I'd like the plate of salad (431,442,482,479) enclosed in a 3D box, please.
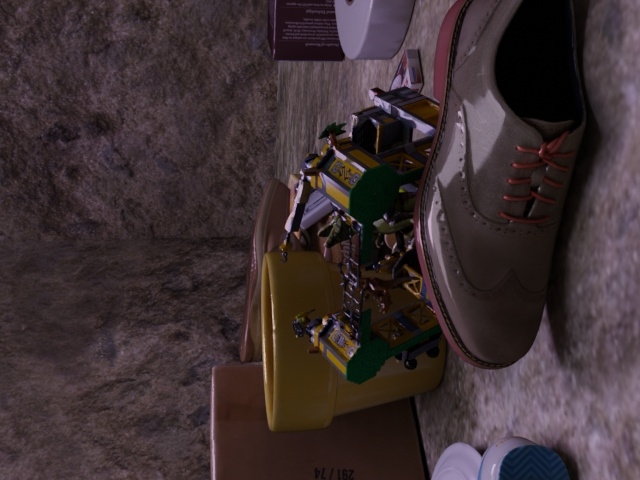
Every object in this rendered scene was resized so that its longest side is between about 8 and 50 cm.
[{"bbox_3d":[0.172,0.337,0.835,0.200,0.048,0.200,-173,90,-75],"label":"plate of salad"}]

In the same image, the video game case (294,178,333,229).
[{"bbox_3d":[0.037,-0.113,1.263,0.022,0.190,0.173,49,-166,-24],"label":"video game case"}]

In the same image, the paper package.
[{"bbox_3d":[-0.010,0.356,1.137,0.168,0.324,0.310,100,167,-52],"label":"paper package"}]

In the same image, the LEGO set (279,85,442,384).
[{"bbox_3d":[0.057,-0.023,0.827,0.192,0.255,0.331,40,150,42],"label":"LEGO set"}]

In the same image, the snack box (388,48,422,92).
[{"bbox_3d":[0.125,-0.221,1.134,0.178,0.022,0.064,109,156,-67],"label":"snack box"}]

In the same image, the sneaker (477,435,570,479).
[{"bbox_3d":[0.184,0.295,0.656,0.092,0.087,0.229,101,174,-84],"label":"sneaker"}]

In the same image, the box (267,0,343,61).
[{"bbox_3d":[-0.033,-0.534,1.656,0.168,0.167,0.203,-104,15,-55],"label":"box"}]

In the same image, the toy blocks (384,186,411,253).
[{"bbox_3d":[0.121,-0.048,1.088,0.148,0.054,0.123,-106,16,-61],"label":"toy blocks"}]

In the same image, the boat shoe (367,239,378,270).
[{"bbox_3d":[0.083,0.085,1.363,0.063,0.066,0.184,39,124,41],"label":"boat shoe"}]

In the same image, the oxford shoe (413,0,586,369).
[{"bbox_3d":[0.157,-0.056,0.620,0.130,0.123,0.348,-174,81,-76],"label":"oxford shoe"}]

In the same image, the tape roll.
[{"bbox_3d":[0.085,-0.498,1.199,0.392,0.072,0.392,178,90,-82],"label":"tape roll"}]

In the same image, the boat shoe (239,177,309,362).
[{"bbox_3d":[-0.070,0.051,1.253,0.122,0.110,0.341,114,161,-63],"label":"boat shoe"}]

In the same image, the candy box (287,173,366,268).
[{"bbox_3d":[0.000,0.000,1.368,0.316,0.087,0.183,-129,47,-66],"label":"candy box"}]

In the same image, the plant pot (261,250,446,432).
[{"bbox_3d":[0.040,0.137,1.032,0.254,0.239,0.254,178,90,-82],"label":"plant pot"}]
